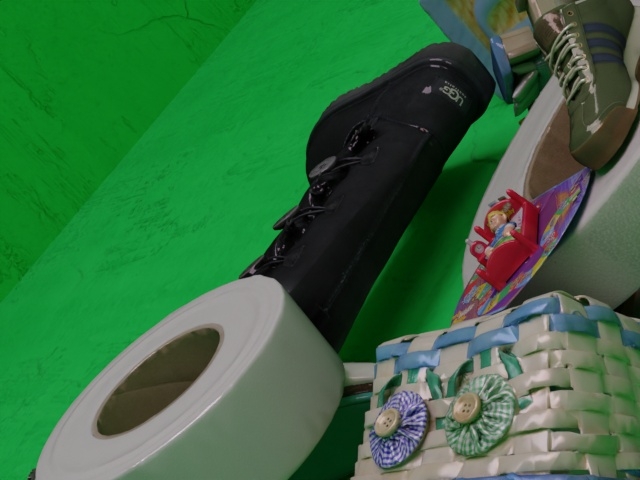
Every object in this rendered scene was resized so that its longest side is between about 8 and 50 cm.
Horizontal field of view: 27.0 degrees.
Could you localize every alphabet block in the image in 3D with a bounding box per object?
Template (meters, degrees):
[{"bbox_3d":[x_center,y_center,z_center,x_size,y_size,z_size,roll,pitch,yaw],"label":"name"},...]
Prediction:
[{"bbox_3d":[0.256,-0.335,1.748,0.192,0.193,0.197,-34,22,21],"label":"alphabet block"}]

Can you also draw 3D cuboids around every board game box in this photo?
[{"bbox_3d":[0.137,0.000,1.009,0.133,0.033,0.169,-56,6,-21],"label":"board game box"}]

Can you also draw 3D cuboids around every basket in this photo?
[{"bbox_3d":[0.137,0.197,0.928,0.255,0.201,0.289,-22,67,44],"label":"basket"}]

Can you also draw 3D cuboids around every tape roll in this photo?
[{"bbox_3d":[-0.119,0.161,1.207,0.286,0.100,0.286,-33,19,13],"label":"tape roll"},{"bbox_3d":[0.251,-0.098,1.093,0.392,0.072,0.392,-57,8,13],"label":"tape roll"}]

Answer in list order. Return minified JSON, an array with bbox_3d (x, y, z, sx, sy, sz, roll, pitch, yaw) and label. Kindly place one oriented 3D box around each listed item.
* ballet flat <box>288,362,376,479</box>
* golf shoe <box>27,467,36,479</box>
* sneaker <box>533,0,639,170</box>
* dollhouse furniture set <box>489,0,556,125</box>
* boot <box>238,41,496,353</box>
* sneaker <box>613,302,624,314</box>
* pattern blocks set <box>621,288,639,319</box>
[{"bbox_3d":[-0.071,0.207,1.351,0.400,0.139,0.139,-38,20,24],"label":"ballet flat"},{"bbox_3d":[-0.285,0.345,1.593,0.120,0.105,0.273,-26,27,2],"label":"golf shoe"},{"bbox_3d":[0.194,-0.135,1.006,0.064,0.086,0.192,-51,10,44],"label":"sneaker"},{"bbox_3d":[0.351,-0.177,1.441,0.286,0.198,0.303,-20,-9,4],"label":"dollhouse furniture set"},{"bbox_3d":[0.001,-0.001,1.579,0.445,0.146,0.367,-60,9,-33],"label":"boot"},{"bbox_3d":[0.212,0.085,1.152,0.075,0.057,0.161,146,146,-75],"label":"sneaker"},{"bbox_3d":[0.295,-0.008,1.068,0.285,0.026,0.324,110,179,-68],"label":"pattern blocks set"}]
